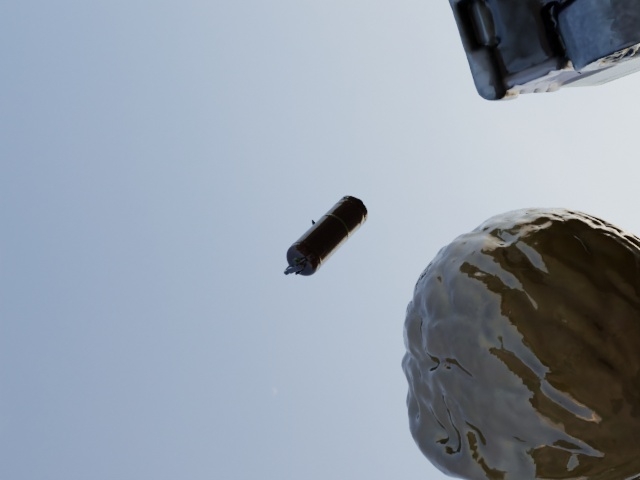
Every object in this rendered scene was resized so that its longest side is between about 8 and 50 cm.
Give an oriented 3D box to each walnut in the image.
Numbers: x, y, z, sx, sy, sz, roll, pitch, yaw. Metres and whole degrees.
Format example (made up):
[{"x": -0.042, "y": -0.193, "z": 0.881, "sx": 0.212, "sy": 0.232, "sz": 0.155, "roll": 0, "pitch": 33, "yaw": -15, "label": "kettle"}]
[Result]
[{"x": 0.147, "y": 0.078, "z": 0.592, "sx": 0.213, "sy": 0.213, "sz": 0.213, "roll": 23, "pitch": -135, "yaw": -26, "label": "walnut"}]

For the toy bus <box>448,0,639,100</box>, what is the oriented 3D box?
[{"x": 0.292, "y": -0.242, "z": 0.538, "sx": 0.249, "sy": 0.440, "sz": 0.209, "roll": -14, "pitch": -94, "yaw": -54, "label": "toy bus"}]

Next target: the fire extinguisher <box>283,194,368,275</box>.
[{"x": 0.000, "y": 0.000, "z": 0.991, "sx": 0.039, "sy": 0.056, "sz": 0.132, "roll": 51, "pitch": -134, "yaw": -6, "label": "fire extinguisher"}]
